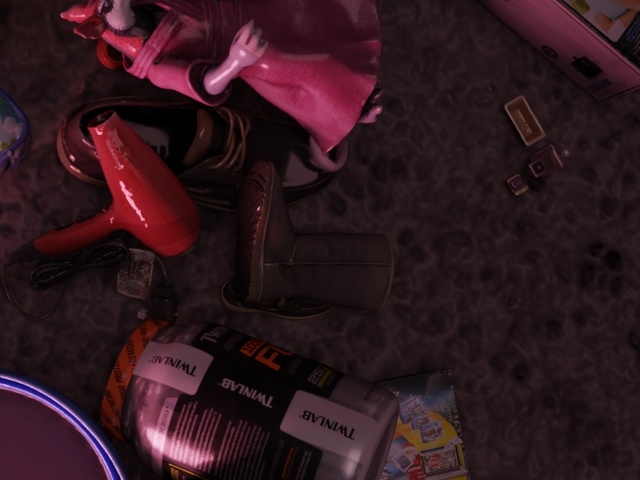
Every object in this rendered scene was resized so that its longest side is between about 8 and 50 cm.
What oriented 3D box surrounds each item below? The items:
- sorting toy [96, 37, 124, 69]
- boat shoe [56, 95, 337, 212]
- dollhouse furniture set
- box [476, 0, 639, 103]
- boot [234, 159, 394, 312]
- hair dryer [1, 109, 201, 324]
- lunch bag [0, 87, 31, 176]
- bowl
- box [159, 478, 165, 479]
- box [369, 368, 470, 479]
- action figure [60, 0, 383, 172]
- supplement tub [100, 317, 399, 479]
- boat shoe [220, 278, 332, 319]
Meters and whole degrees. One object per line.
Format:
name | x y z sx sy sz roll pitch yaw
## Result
sorting toy | -0.244 -0.257 1.555 0.102 0.042 0.061 -28 107 -25
boat shoe | -0.145 -0.107 1.510 0.356 0.130 0.132 1 84 -12
dollhouse furniture set | 0.276 -0.133 1.629 0.091 0.081 0.114 -31 91 -13
box | 0.318 -0.315 1.614 0.290 0.169 0.087 39 80 -8
boot | -0.001 -0.002 1.516 0.209 0.076 0.189 2 103 -26
hair dryer | -0.253 -0.013 1.439 0.224 0.080 0.293 8 116 -13
lunch bag | -0.474 -0.118 1.463 0.219 0.090 0.176 -43 90 -14
bowl | -0.399 0.330 1.397 0.391 0.077 0.391 0 96 -1
box | -0.009 0.399 1.396 0.395 0.318 0.097 26 80 -8
box | 0.066 0.263 1.564 0.233 0.044 0.159 -9 86 -13
action figure | -0.113 -0.241 1.408 0.370 0.275 0.248 -1 61 -18
supplement tub | -0.082 0.214 1.429 0.316 0.193 0.193 20 80 11
boat shoe | -0.049 0.071 1.555 0.152 0.049 0.056 0 81 -14
